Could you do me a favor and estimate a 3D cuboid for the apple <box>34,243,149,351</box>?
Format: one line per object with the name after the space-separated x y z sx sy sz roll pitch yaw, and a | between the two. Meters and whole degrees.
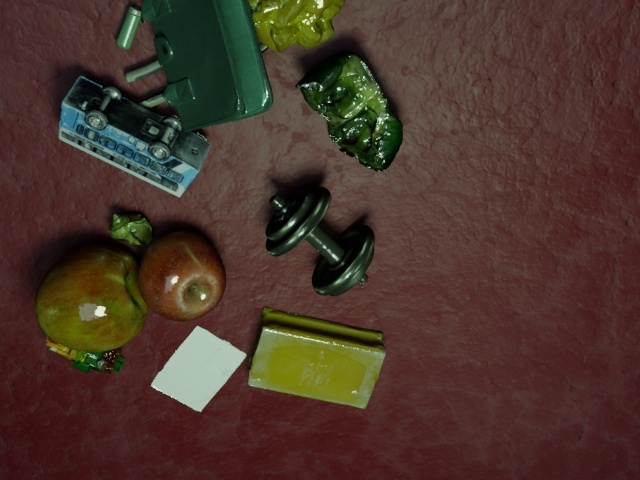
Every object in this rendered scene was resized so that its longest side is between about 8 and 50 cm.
-0.516 0.131 1.657 0.226 0.246 0.246 -14 116 9 | apple

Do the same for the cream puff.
-0.044 -0.446 1.382 0.220 0.194 0.195 -23 118 -19 | cream puff

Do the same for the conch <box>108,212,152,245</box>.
-0.423 -0.024 1.651 0.089 0.074 0.121 -7 142 27 | conch

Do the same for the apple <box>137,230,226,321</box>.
-0.315 0.077 1.655 0.201 0.162 0.201 -19 125 -29 | apple

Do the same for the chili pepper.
0.072 -0.268 1.532 0.148 0.116 0.264 -38 113 4 | chili pepper

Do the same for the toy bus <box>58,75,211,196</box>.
-0.388 -0.213 1.528 0.297 0.106 0.131 26 139 -13 | toy bus

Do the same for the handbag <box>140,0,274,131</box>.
-0.227 -0.376 1.374 0.238 0.089 0.327 -4 106 46 | handbag

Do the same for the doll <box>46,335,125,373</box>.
-0.569 0.261 1.777 0.186 0.134 0.106 22 70 -6 | doll

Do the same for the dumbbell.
0.000 0.000 1.609 0.290 0.192 0.192 41 109 -19 | dumbbell

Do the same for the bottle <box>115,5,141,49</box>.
-0.384 -0.428 1.475 0.030 0.030 0.083 23 113 -12 | bottle

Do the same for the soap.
-0.013 0.295 1.816 0.314 0.091 0.199 13 114 -9 | soap

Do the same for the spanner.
-0.242 -0.362 1.506 0.324 0.040 0.096 -18 116 9 | spanner

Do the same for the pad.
-0.311 0.329 1.871 0.156 0.004 0.232 33 111 -16 | pad
